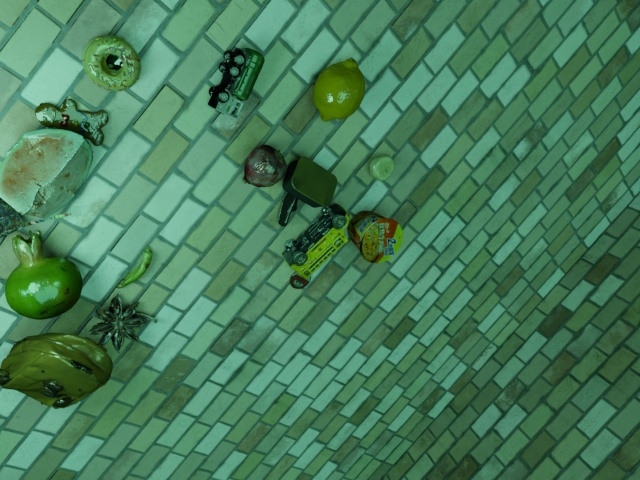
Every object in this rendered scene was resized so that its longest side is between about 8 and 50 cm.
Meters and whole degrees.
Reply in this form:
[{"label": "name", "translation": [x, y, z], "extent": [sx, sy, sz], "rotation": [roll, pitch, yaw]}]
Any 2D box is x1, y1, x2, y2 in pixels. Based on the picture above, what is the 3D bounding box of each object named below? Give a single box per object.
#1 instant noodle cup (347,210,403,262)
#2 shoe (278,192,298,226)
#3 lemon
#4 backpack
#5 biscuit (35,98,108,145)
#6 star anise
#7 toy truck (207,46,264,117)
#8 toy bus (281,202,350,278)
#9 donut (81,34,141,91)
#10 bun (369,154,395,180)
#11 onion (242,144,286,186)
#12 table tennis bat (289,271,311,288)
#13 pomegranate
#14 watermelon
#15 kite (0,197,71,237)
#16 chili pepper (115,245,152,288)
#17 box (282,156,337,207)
[{"label": "instant noodle cup", "translation": [0.225, -0.029, 2.033], "extent": [0.214, 0.174, 0.213], "rotation": [-11, 118, -21]}, {"label": "shoe", "translation": [-0.126, -0.132, 1.898], "extent": [0.053, 0.062, 0.159], "rotation": [6, 107, -56]}, {"label": "lemon", "translation": [0.070, -0.547, 1.705], "extent": [0.187, 0.187, 0.243], "rotation": [19, 102, -30]}, {"label": "backpack", "translation": [-0.956, 0.469, 1.681], "extent": [0.378, 0.201, 0.354], "rotation": [-30, 128, 26]}, {"label": "biscuit", "translation": [-0.799, -0.380, 1.491], "extent": [0.205, 0.031, 0.138], "rotation": [14, 108, -27]}, {"label": "star anise", "translation": [-0.766, 0.317, 1.792], "extent": [0.263, 0.081, 0.229], "rotation": [-3, 87, -47]}, {"label": "toy truck", "translation": [-0.288, -0.547, 1.599], "extent": [0.125, 0.101, 0.242], "rotation": [19, 103, -42]}, {"label": "toy bus", "translation": [0.000, 0.000, 1.964], "extent": [0.330, 0.144, 0.152], "rotation": [-43, 123, 2]}, {"label": "donut", "translation": [-0.649, -0.550, 1.452], "extent": [0.175, 0.068, 0.174], "rotation": [-9, 116, -19]}, {"label": "bun", "translation": [0.258, -0.311, 1.973], "extent": [0.115, 0.069, 0.115], "rotation": [-11, 118, -21]}, {"label": "onion", "translation": [-0.222, -0.264, 1.745], "extent": [0.195, 0.159, 0.160], "rotation": [-34, 128, 27]}, {"label": "table tennis bat", "translation": [-0.073, 0.155, 2.083], "extent": [0.098, 0.019, 0.154], "rotation": [35, 99, -33]}, {"label": "pomegranate", "translation": [-0.937, 0.118, 1.557], "extent": [0.236, 0.236, 0.301], "rotation": [-16, 120, -17]}, {"label": "watermelon", "translation": [-0.843, -0.223, 1.456], "extent": [0.305, 0.180, 0.224], "rotation": [-51, 135, 2]}, {"label": "kite", "translation": [-0.980, -0.091, 1.522], "extent": [0.286, 0.015, 0.152], "rotation": [-15, 89, -16]}, {"label": "chili pepper", "translation": [-0.695, 0.116, 1.769], "extent": [0.208, 0.043, 0.049], "rotation": [-52, 136, 6]}, {"label": "box", "translation": [-0.045, -0.225, 1.839], "extent": [0.201, 0.090, 0.144], "rotation": [27, 70, -33]}]
